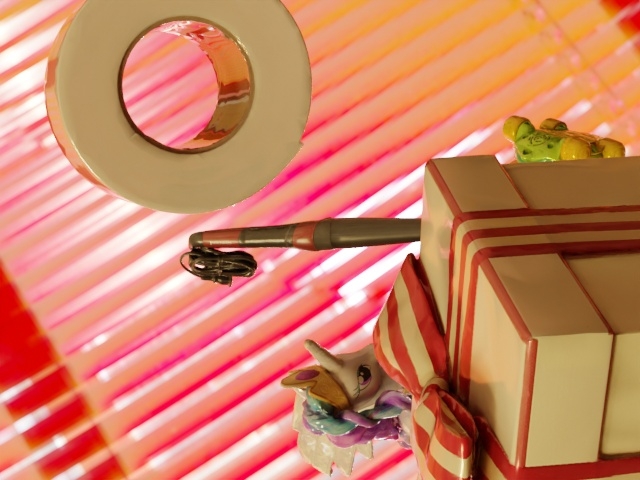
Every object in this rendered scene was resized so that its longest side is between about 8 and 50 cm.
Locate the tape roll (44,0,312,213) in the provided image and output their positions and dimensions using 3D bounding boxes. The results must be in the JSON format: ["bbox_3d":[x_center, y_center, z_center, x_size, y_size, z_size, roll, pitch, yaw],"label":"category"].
[{"bbox_3d":[-0.145,-0.150,1.409,0.246,0.246,0.169,-31,12,-12],"label":"tape roll"}]

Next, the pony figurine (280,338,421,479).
[{"bbox_3d":[0.114,0.183,1.627,0.363,0.303,0.351,-26,-46,-25],"label":"pony figurine"}]

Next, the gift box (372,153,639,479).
[{"bbox_3d":[0.175,0.111,0.868,0.258,0.255,0.276,-2,-67,-9],"label":"gift box"}]

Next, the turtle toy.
[{"bbox_3d":[0.225,-0.070,1.293,0.130,0.095,0.066,0,-71,-41],"label":"turtle toy"}]

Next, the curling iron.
[{"bbox_3d":[0.000,0.000,1.321,0.274,0.035,0.068,-9,-32,17],"label":"curling iron"}]
